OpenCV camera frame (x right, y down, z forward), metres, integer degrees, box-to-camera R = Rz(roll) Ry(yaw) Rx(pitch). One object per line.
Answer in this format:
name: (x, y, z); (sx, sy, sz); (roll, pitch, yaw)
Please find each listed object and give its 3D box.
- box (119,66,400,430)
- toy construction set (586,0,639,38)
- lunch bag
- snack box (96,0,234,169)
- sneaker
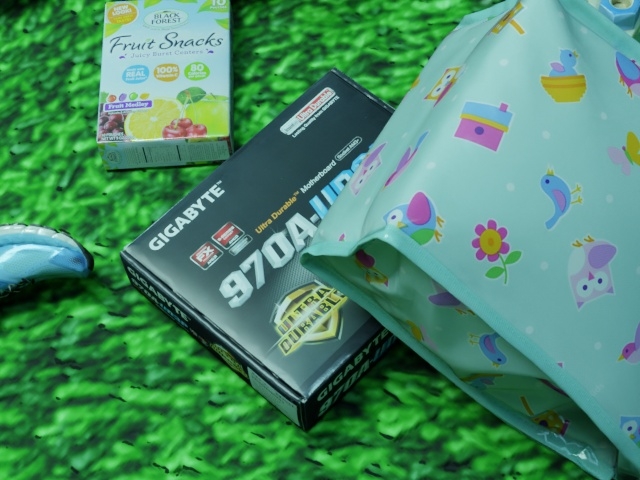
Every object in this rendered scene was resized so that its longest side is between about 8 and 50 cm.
box: (0.000, 0.000, 0.952); (0.175, 0.051, 0.220); (38, 67, 23)
toy construction set: (0.094, -0.261, 1.061); (0.328, 0.151, 0.215); (10, 59, -6)
lunch bag: (0.158, 0.000, 0.862); (0.262, 0.160, 0.223); (38, 70, -16)
snack box: (-0.118, -0.123, 1.045); (0.100, 0.037, 0.141); (-3, 57, 1)
sneaker: (-0.237, 0.034, 0.952); (0.162, 0.063, 0.073); (-10, 75, 2)
